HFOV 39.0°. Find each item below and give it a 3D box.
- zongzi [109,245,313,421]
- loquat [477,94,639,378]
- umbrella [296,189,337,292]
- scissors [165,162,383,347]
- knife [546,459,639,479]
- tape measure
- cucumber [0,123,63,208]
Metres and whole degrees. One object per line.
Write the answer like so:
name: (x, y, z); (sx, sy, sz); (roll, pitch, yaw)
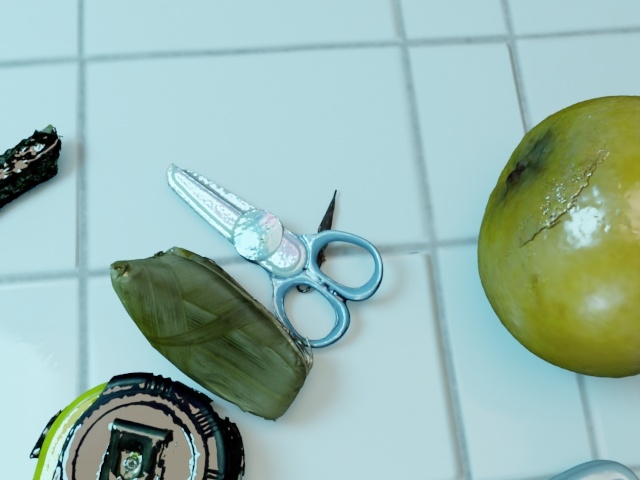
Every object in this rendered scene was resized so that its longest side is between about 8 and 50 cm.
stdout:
zongzi: (-0.101, 0.083, 0.821); (0.194, 0.197, 0.099); (39, 88, 8)
loquat: (0.270, -0.003, 0.839); (0.263, 0.263, 0.263); (1, 70, -2)
umbrella: (0.003, 0.001, 0.954); (0.022, 0.013, 0.122); (12, 70, 23)
scissors: (-0.061, -0.001, 0.936); (0.256, 0.030, 0.125); (35, 84, 13)
knife: (0.145, 0.287, 0.845); (0.331, 0.044, 0.080); (-18, 78, -3)
tape measure: (-0.170, 0.210, 0.817); (0.199, 0.112, 0.186); (10, 67, 0)
cucumber: (-0.343, -0.054, 0.938); (0.181, 0.053, 0.053); (-38, 76, -14)
